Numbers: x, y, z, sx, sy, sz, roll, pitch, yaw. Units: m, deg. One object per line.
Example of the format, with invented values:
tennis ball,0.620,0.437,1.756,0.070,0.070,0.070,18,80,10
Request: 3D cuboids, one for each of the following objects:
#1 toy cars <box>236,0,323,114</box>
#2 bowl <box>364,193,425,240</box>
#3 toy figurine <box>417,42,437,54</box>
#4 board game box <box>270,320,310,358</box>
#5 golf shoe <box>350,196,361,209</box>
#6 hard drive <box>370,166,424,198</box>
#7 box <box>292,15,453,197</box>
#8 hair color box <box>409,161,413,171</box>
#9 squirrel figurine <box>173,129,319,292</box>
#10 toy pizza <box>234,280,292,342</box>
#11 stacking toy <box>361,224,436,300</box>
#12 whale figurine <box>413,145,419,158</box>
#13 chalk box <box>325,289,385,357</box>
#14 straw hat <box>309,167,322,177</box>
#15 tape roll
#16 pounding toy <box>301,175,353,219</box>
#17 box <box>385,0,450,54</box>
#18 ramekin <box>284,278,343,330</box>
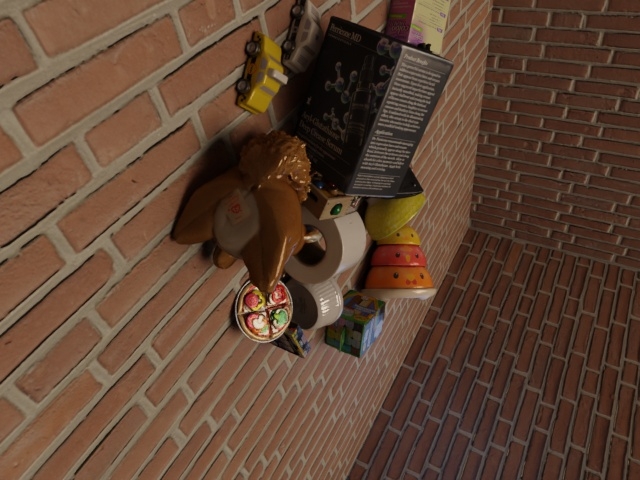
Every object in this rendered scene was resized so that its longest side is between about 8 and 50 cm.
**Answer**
toy cars,-0.081,-0.476,1.241,0.393,0.087,0.176,-55,149,-33
bowl,0.283,-0.152,2.046,0.156,0.289,0.289,49,50,-11
toy figurine,0.341,-0.646,1.838,0.209,0.213,0.148,-13,105,-66
board game box,-0.118,0.308,1.579,0.048,0.141,0.170,-56,150,-27
golf shoe,0.083,-0.136,1.795,0.272,0.105,0.120,-59,173,-26
hard drive,0.270,-0.236,1.915,0.255,0.171,0.054,-4,145,-28
box,0.123,-0.360,1.332,0.212,0.293,0.395,-2,123,-40
hair color box,0.388,-0.305,2.321,0.167,0.053,0.093,-60,151,-27
squirrel figurine,-0.113,-0.078,1.224,0.396,0.281,0.370,-70,161,0
toy pizza,-0.162,0.204,1.443,0.201,0.032,0.201,5,81,-38
stacking toy,0.363,0.042,2.296,0.351,0.351,0.479,8,79,-64
whale figurine,0.304,-0.447,2.014,0.216,0.141,0.271,-41,116,-39
chalk box,0.135,0.371,2.085,0.289,0.179,0.180,-32,133,-53
straw hat,-0.041,-0.206,1.510,0.144,0.145,0.061,20,45,-64
tape roll,0.000,0.000,1.512,0.169,0.246,0.246,-21,123,-59
pounding toy,0.034,-0.127,1.377,0.130,0.141,0.100,-13,139,-43
box,0.369,-0.849,1.818,0.214,0.117,0.242,-5,110,-44
ramekin,-0.036,0.203,1.618,0.109,0.207,0.207,-23,125,-47
